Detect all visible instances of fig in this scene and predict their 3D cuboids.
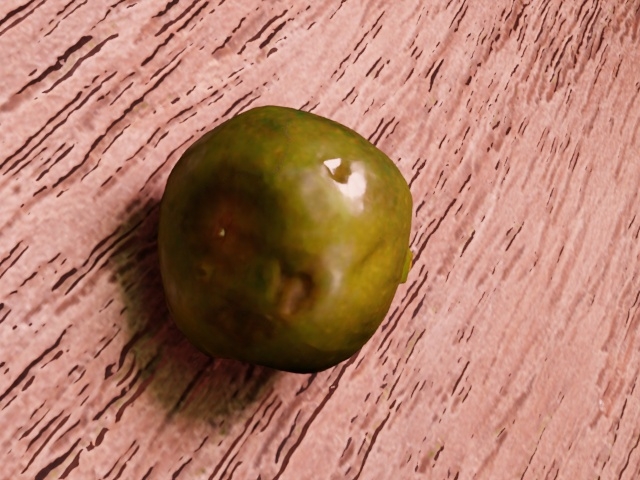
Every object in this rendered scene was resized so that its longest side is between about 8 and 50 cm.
[{"bbox_3d":[0.000,0.000,0.947,0.275,0.206,0.206,-1,71,-59],"label":"fig"}]
